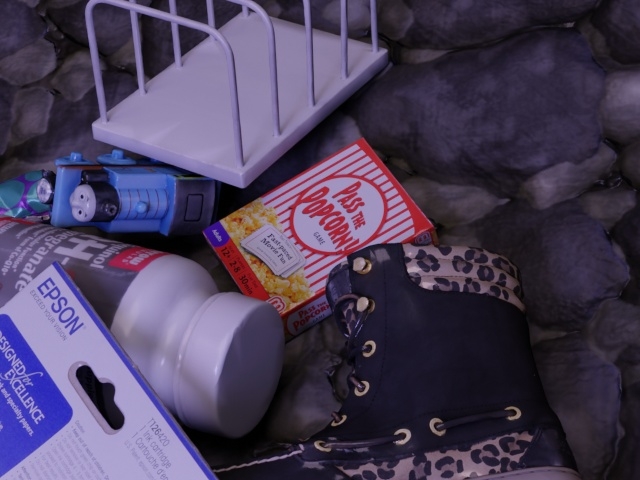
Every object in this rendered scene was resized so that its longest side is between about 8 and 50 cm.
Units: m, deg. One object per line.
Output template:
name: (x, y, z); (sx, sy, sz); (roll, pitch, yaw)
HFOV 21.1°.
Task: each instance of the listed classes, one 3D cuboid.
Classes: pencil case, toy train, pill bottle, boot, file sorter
pencil case: (-0.346, -0.024, 1.823); (0.151, 0.064, 0.070); (-20, 35, 2)
toy train: (-0.193, -0.046, 1.737); (0.184, 0.080, 0.105); (-1, 15, -40)
pill bottle: (-0.202, 0.088, 1.626); (0.318, 0.176, 0.176); (13, 59, 24)
boot: (0.034, 0.149, 1.521); (0.377, 0.138, 0.284); (-6, 52, 0)
file sorter: (-0.083, -0.216, 1.772); (0.193, 0.173, 0.277); (19, 41, 27)

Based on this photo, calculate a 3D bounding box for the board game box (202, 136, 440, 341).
board game box: (0.000, 0.000, 1.715); (0.193, 0.045, 0.147); (-31, 52, -8)

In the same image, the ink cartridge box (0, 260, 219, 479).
ink cartridge box: (-0.265, 0.216, 1.454); (0.307, 0.072, 0.303); (-37, 53, -5)
